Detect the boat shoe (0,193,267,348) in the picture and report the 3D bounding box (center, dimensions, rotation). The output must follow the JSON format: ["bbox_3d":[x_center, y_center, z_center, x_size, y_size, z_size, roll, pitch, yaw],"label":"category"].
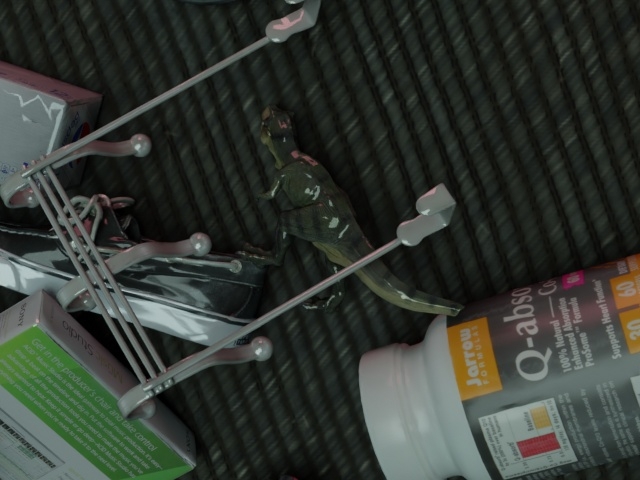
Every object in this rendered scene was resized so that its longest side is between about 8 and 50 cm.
[{"bbox_3d":[-0.201,0.010,1.141,0.306,0.113,0.105,17,95,6],"label":"boat shoe"}]

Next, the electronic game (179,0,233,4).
[{"bbox_3d":[-0.109,-0.319,1.073,0.229,0.048,0.229,11,115,23],"label":"electronic game"}]

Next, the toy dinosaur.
[{"bbox_3d":[0.000,0.000,1.092,0.268,0.064,0.118,50,121,19],"label":"toy dinosaur"}]

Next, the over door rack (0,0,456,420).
[{"bbox_3d":[-0.076,-0.028,1.045,0.324,0.108,0.240,-33,76,2],"label":"over door rack"}]

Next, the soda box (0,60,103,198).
[{"bbox_3d":[-0.358,-0.133,1.159,0.286,0.091,0.098,19,104,8],"label":"soda box"}]

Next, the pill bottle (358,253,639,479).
[{"bbox_3d":[0.184,0.121,1.054,0.278,0.162,0.162,-18,95,13],"label":"pill bottle"}]

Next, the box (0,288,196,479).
[{"bbox_3d":[-0.313,0.204,1.167,0.322,0.058,0.232,-29,125,15],"label":"box"}]

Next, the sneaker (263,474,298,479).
[{"bbox_3d":[-0.089,0.350,1.174,0.299,0.121,0.112,-39,120,22],"label":"sneaker"}]
